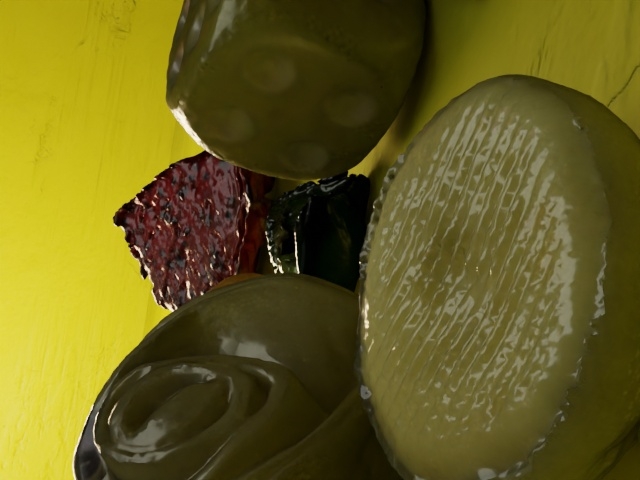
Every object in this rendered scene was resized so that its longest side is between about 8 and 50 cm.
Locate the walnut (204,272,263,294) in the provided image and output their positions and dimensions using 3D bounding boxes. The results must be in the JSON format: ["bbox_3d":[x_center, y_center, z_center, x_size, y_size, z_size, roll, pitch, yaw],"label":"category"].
[{"bbox_3d":[-0.106,0.139,1.605,0.206,0.159,0.159,-58,15,-2],"label":"walnut"}]

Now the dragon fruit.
[{"bbox_3d":[-0.114,-0.029,1.922,0.329,0.228,0.286,-44,67,34],"label":"dragon fruit"}]

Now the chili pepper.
[{"bbox_3d":[0.007,-0.001,1.428,0.264,0.116,0.148,-143,53,-74],"label":"chili pepper"}]

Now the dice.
[{"bbox_3d":[-0.031,-0.223,1.387,0.238,0.233,0.226,127,153,-48],"label":"dice"}]

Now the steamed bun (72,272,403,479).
[{"bbox_3d":[-0.083,0.201,1.140,0.343,0.255,0.367,-27,48,31],"label":"steamed bun"}]

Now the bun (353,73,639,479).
[{"bbox_3d":[0.138,0.035,0.811,0.287,0.146,0.287,-18,69,59],"label":"bun"}]
